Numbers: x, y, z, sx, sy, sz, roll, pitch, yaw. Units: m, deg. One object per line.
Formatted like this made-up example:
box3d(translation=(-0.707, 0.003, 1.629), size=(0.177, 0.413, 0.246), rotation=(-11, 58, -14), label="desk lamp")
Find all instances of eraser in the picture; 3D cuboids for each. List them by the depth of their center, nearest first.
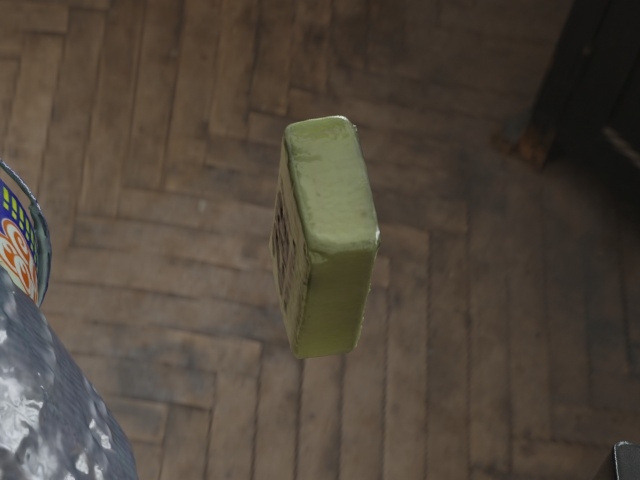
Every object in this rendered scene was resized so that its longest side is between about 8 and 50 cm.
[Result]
box3d(translation=(0.000, 0.000, 1.282), size=(0.058, 0.172, 0.117), rotation=(-6, 61, -10), label="eraser")

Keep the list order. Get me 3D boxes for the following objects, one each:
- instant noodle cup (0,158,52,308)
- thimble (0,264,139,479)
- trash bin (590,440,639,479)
box3d(translation=(-0.348, 0.091, 1.421), size=(0.284, 0.284, 0.312), rotation=(-3, 28, -14), label="instant noodle cup")
box3d(translation=(-0.210, 0.098, 0.802), size=(0.205, 0.172, 0.236), rotation=(-32, 27, -6), label="thimble")
box3d(translation=(0.158, 0.248, 0.955), size=(0.115, 0.226, 0.165), rotation=(21, 24, -3), label="trash bin")
